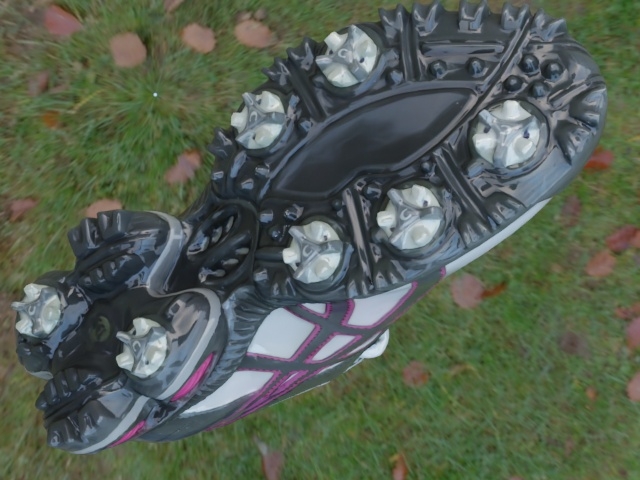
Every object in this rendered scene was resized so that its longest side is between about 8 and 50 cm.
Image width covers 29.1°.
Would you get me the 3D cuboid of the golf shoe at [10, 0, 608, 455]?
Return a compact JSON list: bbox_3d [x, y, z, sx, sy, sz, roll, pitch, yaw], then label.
[{"bbox_3d":[0.000,0.000,0.503,0.273,0.120,0.105,-30,63,25],"label":"golf shoe"}]
